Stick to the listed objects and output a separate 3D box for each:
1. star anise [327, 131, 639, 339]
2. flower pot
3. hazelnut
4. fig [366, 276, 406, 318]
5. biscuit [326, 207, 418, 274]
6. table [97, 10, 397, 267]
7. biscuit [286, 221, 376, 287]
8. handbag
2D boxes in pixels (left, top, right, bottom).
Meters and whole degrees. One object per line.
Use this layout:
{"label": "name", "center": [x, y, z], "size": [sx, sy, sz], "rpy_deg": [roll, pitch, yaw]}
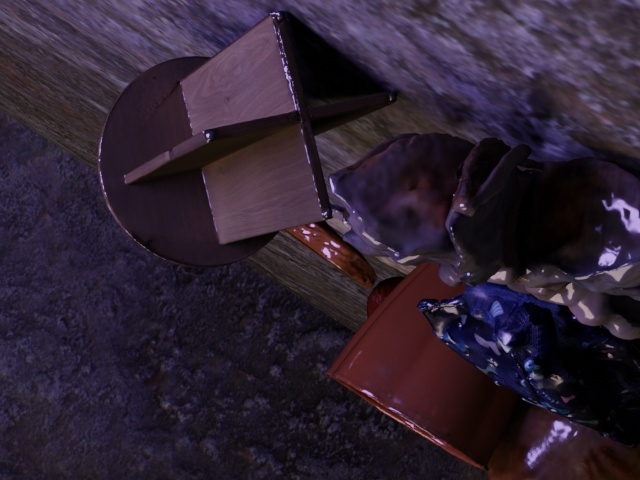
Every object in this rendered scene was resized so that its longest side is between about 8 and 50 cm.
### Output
{"label": "star anise", "center": [0.118, -0.003, 0.714], "size": [0.236, 0.093, 0.229], "rpy_deg": [23, 171, -29]}
{"label": "flower pot", "center": [0.126, 0.112, 1.249], "size": [0.190, 0.173, 0.190], "rpy_deg": [30, 174, 3]}
{"label": "hazelnut", "center": [0.268, 0.201, 1.292], "size": [0.210, 0.210, 0.186], "rpy_deg": [35, -156, -30]}
{"label": "fig", "center": [0.132, 0.106, 1.533], "size": [0.153, 0.119, 0.119], "rpy_deg": [4, 172, 1]}
{"label": "biscuit", "center": [0.067, 0.007, 1.404], "size": [0.152, 0.020, 0.152], "rpy_deg": [31, 174, 4]}
{"label": "table", "center": [-0.051, -0.070, 0.868], "size": [0.167, 0.167, 0.226], "rpy_deg": [33, 164, -17]}
{"label": "biscuit", "center": [0.000, 0.000, 1.539], "size": [0.192, 0.036, 0.186], "rpy_deg": [36, 178, 30]}
{"label": "handbag", "center": [0.194, 0.084, 1.005], "size": [0.162, 0.113, 0.260], "rpy_deg": [34, 178, 37]}
